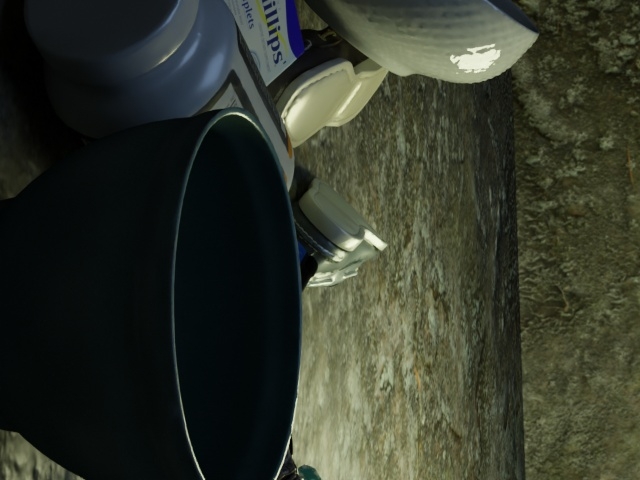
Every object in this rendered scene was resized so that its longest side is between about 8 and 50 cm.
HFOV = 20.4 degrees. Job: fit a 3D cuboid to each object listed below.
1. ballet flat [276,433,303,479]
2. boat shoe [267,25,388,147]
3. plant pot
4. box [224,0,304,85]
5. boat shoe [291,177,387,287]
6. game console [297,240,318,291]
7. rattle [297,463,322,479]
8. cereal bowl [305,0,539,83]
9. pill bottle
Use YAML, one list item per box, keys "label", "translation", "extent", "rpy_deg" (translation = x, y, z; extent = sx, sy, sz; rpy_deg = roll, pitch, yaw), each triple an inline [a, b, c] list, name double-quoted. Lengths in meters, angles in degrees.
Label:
- label: "ballet flat"
  translation: [-0.044, 0.166, 1.909]
  extent: [0.084, 0.058, 0.250]
  rpy_deg: [45, 45, -68]
- label: "boat shoe"
  translation: [-0.015, -0.183, 1.981]
  extent: [0.116, 0.096, 0.324]
  rpy_deg: [-54, 171, 20]
- label: "plant pot"
  translation: [-0.147, 0.054, 1.304]
  extent: [0.293, 0.196, 0.293]
  rpy_deg: [-2, 90, -74]
- label: "box"
  translation: [-0.088, -0.207, 1.696]
  extent: [0.137, 0.072, 0.126]
  rpy_deg: [-47, 137, -41]
- label: "boat shoe"
  translation: [0.000, 0.000, 2.072]
  extent: [0.099, 0.116, 0.319]
  rpy_deg: [-48, 176, 7]
- label: "game console"
  translation: [-0.124, 0.088, 1.695]
  extent: [0.250, 0.173, 0.293]
  rpy_deg: [51, 26, -11]
- label: "rattle"
  translation: [0.023, 0.336, 2.000]
  extent: [0.130, 0.142, 0.200]
  rpy_deg: [63, 30, -17]
- label: "cereal bowl"
  translation: [0.080, -0.292, 2.043]
  extent: [0.141, 0.339, 0.339]
  rpy_deg: [-51, 171, 14]
- label: "pill bottle"
  translation: [-0.129, -0.120, 1.447]
  extent: [0.278, 0.162, 0.162]
  rpy_deg: [64, 29, -56]
